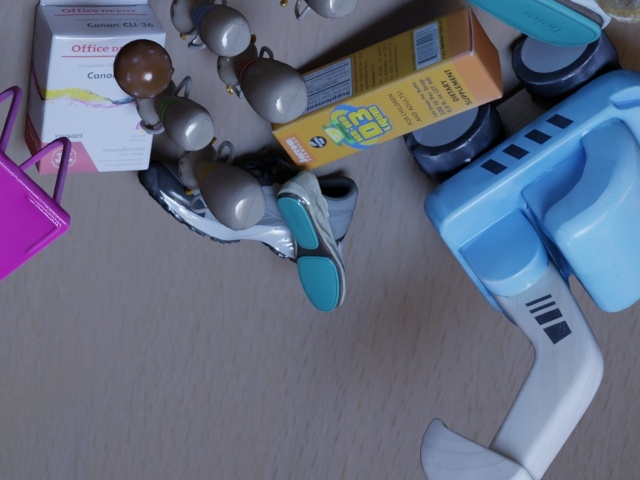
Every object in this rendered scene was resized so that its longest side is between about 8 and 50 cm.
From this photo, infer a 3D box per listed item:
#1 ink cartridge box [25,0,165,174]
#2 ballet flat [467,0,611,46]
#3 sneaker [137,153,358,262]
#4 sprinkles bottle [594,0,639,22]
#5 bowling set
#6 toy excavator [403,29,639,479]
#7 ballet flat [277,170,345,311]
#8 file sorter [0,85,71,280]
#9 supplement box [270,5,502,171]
[{"bbox_3d":[-0.219,-0.165,1.717,0.115,0.067,0.198,-5,126,-22],"label":"ink cartridge box"},{"bbox_3d":[0.139,-0.309,1.742,0.400,0.139,0.139,17,117,-37],"label":"ballet flat"},{"bbox_3d":[-0.075,-0.051,1.863,0.271,0.100,0.108,13,110,-39],"label":"sneaker"},{"bbox_3d":[0.432,-0.273,1.842,0.355,0.121,0.121,1,126,-42],"label":"sprinkles bottle"},{"bbox_3d":[-0.112,-0.171,1.653,0.200,0.154,0.287,21,101,-32],"label":"bowling set"},{"bbox_3d":[0.237,0.032,1.824,0.433,0.445,0.222,-35,131,4],"label":"toy excavator"},{"bbox_3d":[0.000,0.000,1.847,0.052,0.057,0.168,-54,141,-39],"label":"ballet flat"},{"bbox_3d":[-0.381,-0.095,1.513,0.202,0.182,0.291,-36,116,18],"label":"file sorter"},{"bbox_3d":[0.065,-0.152,1.803,0.233,0.080,0.078,-19,135,22],"label":"supplement box"}]
